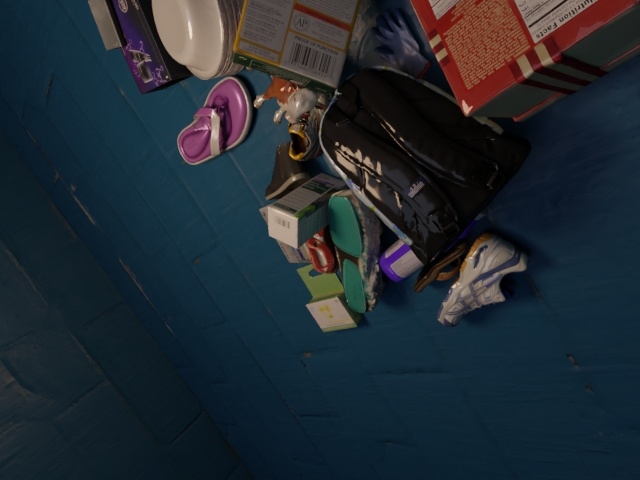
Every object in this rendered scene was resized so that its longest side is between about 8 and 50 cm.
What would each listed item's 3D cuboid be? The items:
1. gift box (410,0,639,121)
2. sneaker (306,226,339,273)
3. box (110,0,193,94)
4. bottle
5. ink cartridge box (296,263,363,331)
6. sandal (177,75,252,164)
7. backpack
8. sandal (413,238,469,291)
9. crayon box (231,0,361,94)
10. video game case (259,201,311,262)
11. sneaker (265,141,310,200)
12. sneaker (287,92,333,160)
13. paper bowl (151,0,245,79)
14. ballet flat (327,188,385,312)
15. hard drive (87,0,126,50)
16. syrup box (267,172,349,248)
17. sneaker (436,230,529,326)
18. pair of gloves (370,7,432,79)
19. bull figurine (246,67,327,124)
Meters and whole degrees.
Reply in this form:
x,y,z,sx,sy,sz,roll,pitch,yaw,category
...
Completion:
x,y,z,sx,sy,sz,roll,pitch,yaw,category
0.318,-0.351,0.584,0.255,0.258,0.275,-23,83,48,gift box
0.000,0.000,1.209,0.087,0.128,0.220,-15,73,14,sneaker
-0.511,-0.596,1.209,0.185,0.103,0.260,-2,116,38,box
0.262,-0.007,0.959,0.092,0.118,0.283,48,132,5,bottle
0.016,0.190,1.350,0.171,0.056,0.235,-23,105,47,ink cartridge box
-0.343,-0.334,1.246,0.417,0.102,0.169,-28,99,47,sandal
0.165,-0.179,0.813,0.356,0.273,0.290,35,109,2,backpack
0.304,0.070,1.002,0.060,0.090,0.219,34,135,4,sandal
-0.028,-0.469,0.760,0.083,0.203,0.322,-145,69,-72,crayon box
-0.102,-0.023,1.281,0.212,0.023,0.193,62,154,-11,video game case
-0.108,-0.197,1.182,0.222,0.083,0.117,-25,80,55,sneaker
-0.030,-0.301,1.014,0.088,0.093,0.225,25,127,26,sneaker
-0.306,-0.549,1.002,0.284,0.148,0.283,32,137,36,paper bowl
0.110,0.019,1.089,0.147,0.147,0.408,18,135,30,ballet flat
-0.624,-0.635,1.187,0.094,0.022,0.135,12,126,37,hard drive
-0.026,-0.085,1.056,0.093,0.237,0.096,24,132,25,syrup box
0.377,0.124,0.960,0.131,0.112,0.296,30,134,20,sneaker
0.192,-0.426,0.798,0.159,0.023,0.198,46,138,1,pair of gloves
-0.082,-0.386,0.934,0.189,0.101,0.309,-22,71,46,bull figurine
